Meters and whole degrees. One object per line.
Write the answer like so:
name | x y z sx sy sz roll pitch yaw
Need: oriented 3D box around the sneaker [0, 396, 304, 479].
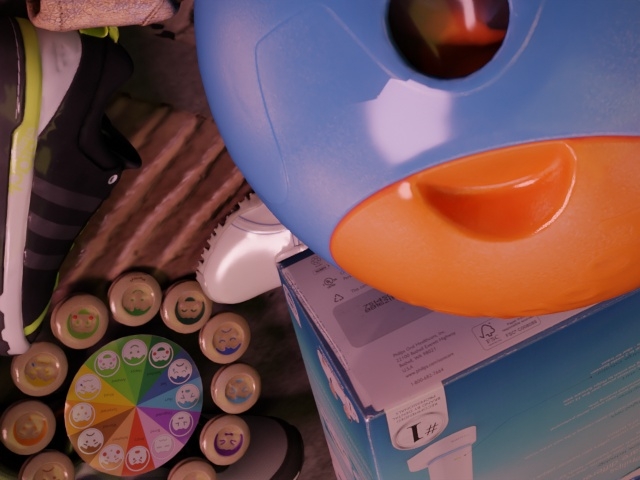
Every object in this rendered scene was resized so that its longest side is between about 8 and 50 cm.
sneaker | -0.134 0.158 0.956 0.271 0.100 0.108 -3 130 -25

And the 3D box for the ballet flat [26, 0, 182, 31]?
ballet flat | -0.141 -0.201 0.566 0.106 0.108 0.316 -13 140 5

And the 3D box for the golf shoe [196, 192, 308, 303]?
golf shoe | 0.000 0.000 0.864 0.176 0.086 0.069 -34 141 13

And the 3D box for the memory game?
memory game | -0.122 0.110 0.901 0.186 0.012 0.186 -7 105 -29

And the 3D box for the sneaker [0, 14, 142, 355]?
sneaker | -0.146 -0.025 0.761 0.097 0.084 0.235 -8 137 -22

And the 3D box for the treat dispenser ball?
treat dispenser ball | 0.085 -0.108 0.634 0.288 0.288 0.288 -15 139 -13

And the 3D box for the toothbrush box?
toothbrush box | 0.113 0.093 0.872 0.216 0.126 0.295 -26 144 -8
